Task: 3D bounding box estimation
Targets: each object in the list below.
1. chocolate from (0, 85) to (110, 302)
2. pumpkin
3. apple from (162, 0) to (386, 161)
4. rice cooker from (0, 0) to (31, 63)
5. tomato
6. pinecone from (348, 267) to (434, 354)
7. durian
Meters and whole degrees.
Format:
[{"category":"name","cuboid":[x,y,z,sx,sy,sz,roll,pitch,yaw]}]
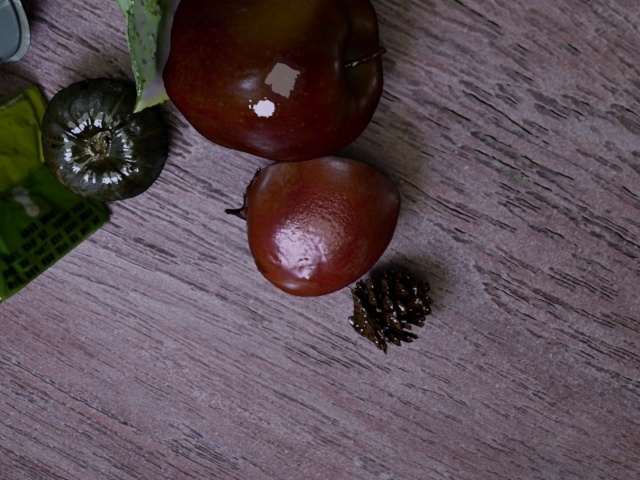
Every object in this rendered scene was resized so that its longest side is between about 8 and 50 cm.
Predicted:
[{"category":"chocolate","cuboid":[-0.565,-0.082,1.028,0.137,0.301,0.289,-10,116,26]},{"category":"pumpkin","cuboid":[-0.379,-0.173,1.027,0.223,0.157,0.224,-1,113,-3]},{"category":"apple","cuboid":[-0.063,-0.257,0.868,0.317,0.288,0.288,9,120,20]},{"category":"rice cooker","cuboid":[-0.613,-0.350,0.895,0.316,0.316,0.264,-32,117,22]},{"category":"tomato","cuboid":[-0.004,0.005,1.011,0.309,0.170,0.309,5,148,3]},{"category":"pinecone","cuboid":[0.136,0.128,1.123,0.173,0.173,0.173,3,118,6]},{"category":"durian","cuboid":[-0.251,-0.390,0.886,0.157,0.169,0.355,-1,123,8]}]
